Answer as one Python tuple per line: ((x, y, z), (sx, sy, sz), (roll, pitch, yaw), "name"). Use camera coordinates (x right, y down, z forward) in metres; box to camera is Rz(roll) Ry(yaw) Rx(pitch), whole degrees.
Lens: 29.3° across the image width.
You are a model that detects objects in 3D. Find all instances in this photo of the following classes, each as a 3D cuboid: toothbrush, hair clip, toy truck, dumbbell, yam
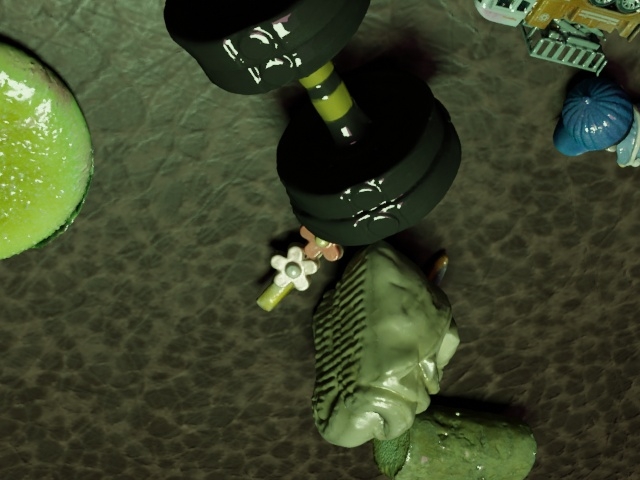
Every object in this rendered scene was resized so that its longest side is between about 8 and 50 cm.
((0.087, 0.133, 1.516), (0.031, 0.023, 0.321), (4, 132, -25), "toothbrush")
((-0.002, 0.003, 1.356), (0.062, 0.056, 0.214), (42, 118, -2), "hair clip")
((0.220, -0.235, 1.175), (0.177, 0.080, 0.115), (11, 138, -23), "toy truck")
((0.000, -0.148, 1.130), (0.185, 0.185, 0.388), (-26, 132, 11), "dumbbell")
((0.176, 0.269, 1.602), (0.194, 0.107, 0.107), (9, 129, -21), "yam")

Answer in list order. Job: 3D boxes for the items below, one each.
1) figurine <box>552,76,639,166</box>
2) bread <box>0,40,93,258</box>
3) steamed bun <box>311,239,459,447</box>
((0.318, -0.118, 1.306), (0.149, 0.087, 0.086), (17, 88, -27), "figurine")
((-0.373, -0.074, 1.208), (0.301, 0.045, 0.301), (-7, 134, -7), "bread")
((0.080, 0.121, 1.387), (0.144, 0.218, 0.211), (6, 156, -19), "steamed bun")
